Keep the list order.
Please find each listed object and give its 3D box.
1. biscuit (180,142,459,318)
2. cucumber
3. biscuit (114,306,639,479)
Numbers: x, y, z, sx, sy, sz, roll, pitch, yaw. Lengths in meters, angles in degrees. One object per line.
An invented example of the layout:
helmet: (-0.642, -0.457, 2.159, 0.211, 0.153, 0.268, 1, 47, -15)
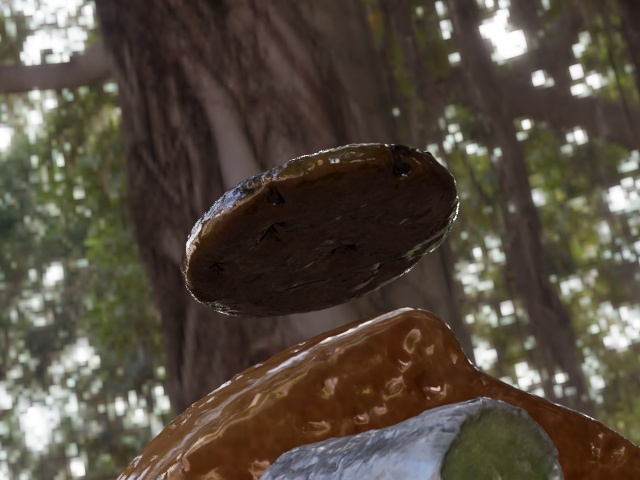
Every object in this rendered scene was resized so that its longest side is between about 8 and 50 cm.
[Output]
biscuit: (0.000, 0.000, 1.112, 0.212, 0.036, 0.212, -15, -27, -8)
cucumber: (0.025, 0.090, 0.509, 0.064, 0.064, 0.112, 10, -21, -36)
biscuit: (0.053, 0.255, 0.733, 0.349, 0.455, 0.078, 0, -16, -31)
